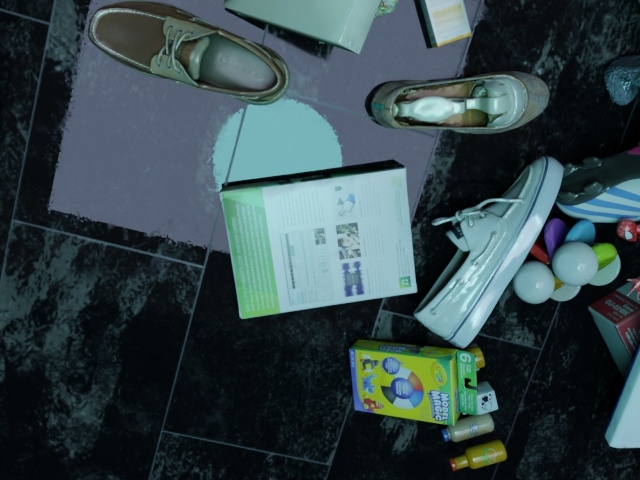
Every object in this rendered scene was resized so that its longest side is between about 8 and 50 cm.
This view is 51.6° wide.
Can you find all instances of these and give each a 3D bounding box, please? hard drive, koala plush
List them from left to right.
[{"bbox_3d":[0.640,0.238,1.145,0.210,0.040,0.318,0,124,-3],"label":"hard drive"},{"bbox_3d":[0.627,-0.217,1.118,0.196,0.203,0.221,-25,117,1],"label":"koala plush"}]

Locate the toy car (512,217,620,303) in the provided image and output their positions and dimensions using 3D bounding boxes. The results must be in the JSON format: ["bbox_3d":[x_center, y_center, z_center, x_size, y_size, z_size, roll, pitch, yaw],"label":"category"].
[{"bbox_3d":[0.423,0.029,1.169,0.182,0.159,0.136,-33,65,40],"label":"toy car"}]

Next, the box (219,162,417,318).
[{"bbox_3d":[0.000,0.000,1.165,0.322,0.058,0.232,-8,104,-5],"label":"box"}]

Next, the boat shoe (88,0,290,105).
[{"bbox_3d":[-0.202,-0.299,1.038,0.325,0.116,0.123,12,102,-9],"label":"boat shoe"}]

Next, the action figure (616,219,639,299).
[{"bbox_3d":[0.605,0.062,1.114,0.281,0.091,0.139,27,97,-6],"label":"action figure"}]

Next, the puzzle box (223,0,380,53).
[{"bbox_3d":[0.026,-0.498,0.952,0.052,0.272,0.408,10,107,-50],"label":"puzzle box"}]

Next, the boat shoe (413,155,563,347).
[{"bbox_3d":[0.271,-0.005,1.157,0.157,0.136,0.367,29,98,1],"label":"boat shoe"}]

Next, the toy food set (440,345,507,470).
[{"bbox_3d":[0.263,0.306,1.236,0.105,0.111,0.232,-17,107,-2],"label":"toy food set"}]

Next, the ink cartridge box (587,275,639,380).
[{"bbox_3d":[0.681,0.149,1.239,0.273,0.114,0.197,-31,104,2],"label":"ink cartridge box"}]

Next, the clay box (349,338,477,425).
[{"bbox_3d":[0.165,0.254,1.190,0.222,0.053,0.127,2,106,28],"label":"clay box"}]

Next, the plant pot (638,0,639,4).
[{"bbox_3d":[0.646,-0.450,1.051,0.255,0.237,0.237,-24,105,16],"label":"plant pot"}]

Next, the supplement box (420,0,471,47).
[{"bbox_3d":[0.206,-0.379,1.101,0.062,0.036,0.098,-18,105,-1],"label":"supplement box"}]

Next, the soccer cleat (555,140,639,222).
[{"bbox_3d":[0.556,-0.100,1.091,0.143,0.331,0.116,33,60,-35],"label":"soccer cleat"}]

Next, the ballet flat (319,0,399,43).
[{"bbox_3d":[0.058,-0.374,1.004,0.241,0.077,0.091,-26,74,41],"label":"ballet flat"}]

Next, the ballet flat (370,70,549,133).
[{"bbox_3d":[0.246,-0.224,1.107,0.316,0.106,0.107,-7,104,-4],"label":"ballet flat"}]
